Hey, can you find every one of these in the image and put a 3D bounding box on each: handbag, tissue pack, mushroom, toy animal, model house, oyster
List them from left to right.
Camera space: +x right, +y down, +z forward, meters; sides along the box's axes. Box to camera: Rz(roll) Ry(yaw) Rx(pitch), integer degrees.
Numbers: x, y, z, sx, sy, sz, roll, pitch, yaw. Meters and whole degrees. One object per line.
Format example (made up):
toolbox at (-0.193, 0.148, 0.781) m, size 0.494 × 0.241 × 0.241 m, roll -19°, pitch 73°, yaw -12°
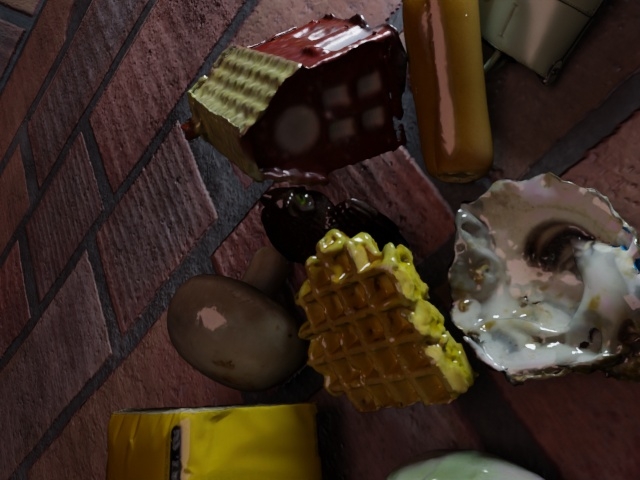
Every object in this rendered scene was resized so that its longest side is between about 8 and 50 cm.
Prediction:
tissue pack at (-0.145, 0.408, 0.684) m, size 0.293 × 0.228 × 0.382 m, roll -22°, pitch 67°, yaw 49°
mushroom at (-0.107, 0.105, 0.777) m, size 0.207 × 0.207 × 0.215 m, roll -8°, pitch 43°, yaw 40°
model house at (-0.042, -0.168, 0.679) m, size 0.196 × 0.254 × 0.160 m, roll 42°, pitch 155°, yaw 49°
toy animal at (-0.005, -0.003, 0.689) m, size 0.218 × 0.179 × 0.116 m, roll 5°, pitch 85°, yaw 36°
handbag at (0.235, -0.312, 0.627) m, size 0.241 × 0.109 × 0.315 m, roll 53°, pitch 129°, yaw 36°
oyster at (0.232, 0.036, 0.541) m, size 0.214 × 0.083 × 0.223 m, roll -7°, pitch 72°, yaw 38°

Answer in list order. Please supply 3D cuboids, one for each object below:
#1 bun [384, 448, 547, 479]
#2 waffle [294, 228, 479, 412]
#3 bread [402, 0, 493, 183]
bun at (0.115, 0.326, 0.476) m, size 0.293 × 0.187 × 0.293 m, roll -23°, pitch 48°, yaw 27°
waffle at (0.042, 0.095, 0.637) m, size 0.229 × 0.057 × 0.219 m, roll -28°, pitch 90°, yaw 48°
bread at (0.147, -0.185, 0.623) m, size 0.092 × 0.074 × 0.239 m, roll -5°, pitch 96°, yaw 45°
